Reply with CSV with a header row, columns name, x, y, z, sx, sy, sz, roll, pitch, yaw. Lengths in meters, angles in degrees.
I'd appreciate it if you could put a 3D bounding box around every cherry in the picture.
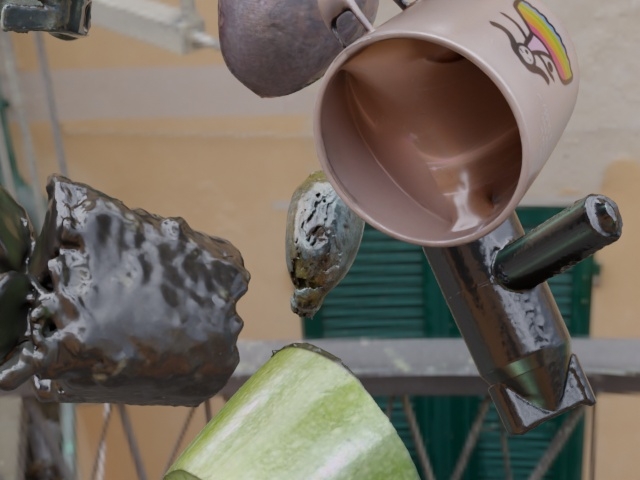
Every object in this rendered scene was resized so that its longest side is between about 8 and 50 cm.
name,x,y,z,sx,sy,sz,roll,pitch,yaw
cherry,-0.031,-0.301,1.614,0.213,0.266,0.183,6,25,-47

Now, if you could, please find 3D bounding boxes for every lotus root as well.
name,x,y,z,sx,sy,sz,roll,pitch,yaw
lotus root,0.002,0.000,1.343,0.088,0.088,0.165,6,72,17

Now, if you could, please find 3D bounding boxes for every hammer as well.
name,x,y,z,sx,sy,sz,roll,pitch,yaw
hammer,-0.264,-0.167,0.838,0.227,0.041,0.159,10,6,-7

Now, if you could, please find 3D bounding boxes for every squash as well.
name,x,y,z,sx,sy,sz,roll,pitch,yaw
squash,-0.017,0.166,0.832,0.123,0.170,0.170,-33,40,-32

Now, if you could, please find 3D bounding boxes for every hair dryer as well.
name,x,y,z,sx,sy,sz,roll,pitch,yaw
hair dryer,0.245,0.063,1.358,0.116,0.244,0.302,-21,-10,-24

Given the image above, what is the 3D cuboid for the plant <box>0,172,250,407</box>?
name,x,y,z,sx,sy,sz,roll,pitch,yaw
plant,-0.216,0.059,1.166,0.276,0.198,0.188,12,-21,-29

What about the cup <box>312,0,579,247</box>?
name,x,y,z,sx,sy,sz,roll,pitch,yaw
cup,0.102,-0.147,1.119,0.191,0.253,0.200,-35,7,38
